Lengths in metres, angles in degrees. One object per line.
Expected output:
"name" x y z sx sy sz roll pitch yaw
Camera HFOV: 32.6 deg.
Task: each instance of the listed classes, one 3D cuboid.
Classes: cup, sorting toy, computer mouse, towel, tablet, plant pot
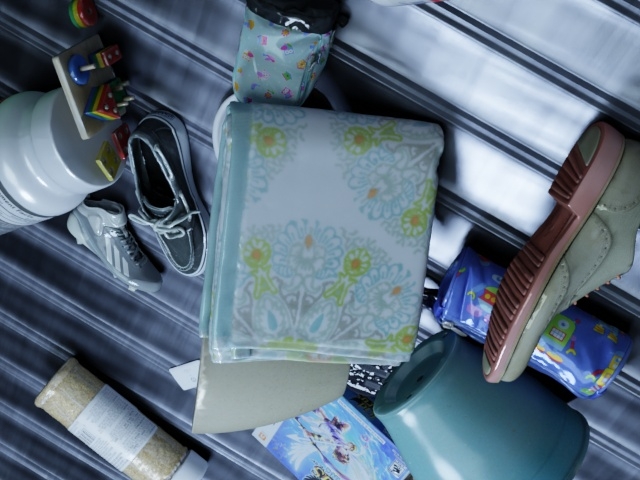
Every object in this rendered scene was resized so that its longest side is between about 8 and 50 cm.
"cup" -0.073 0.158 1.774 0.236 0.331 0.331 7 128 -5
"sorting toy" -0.339 -0.234 1.697 0.046 0.132 0.275 -8 112 22
"computer mouse" 0.139 0.161 1.818 0.184 0.060 0.262 15 125 6
"towel" 0.000 0.000 1.581 0.320 0.090 0.375 4 99 -18
"tablet" -0.246 0.258 2.095 0.083 0.006 0.054 -20 112 35
"plant pot" 0.232 0.285 1.712 0.255 0.272 0.271 45 129 -9

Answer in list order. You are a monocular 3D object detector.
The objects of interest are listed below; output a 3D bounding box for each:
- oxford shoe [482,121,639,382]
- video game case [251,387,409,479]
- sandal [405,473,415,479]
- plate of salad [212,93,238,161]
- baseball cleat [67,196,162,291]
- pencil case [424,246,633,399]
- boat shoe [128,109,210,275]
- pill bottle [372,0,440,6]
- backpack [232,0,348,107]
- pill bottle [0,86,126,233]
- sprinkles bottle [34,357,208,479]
"oxford shoe" 0.352 0.042 1.515 0.146 0.140 0.397 23 109 -9
"video game case" 0.029 0.359 1.960 0.269 0.061 0.244 42 132 13
"sandal" 0.143 0.391 1.974 0.090 0.060 0.219 -11 102 40
"plate of salad" -0.082 -0.143 1.712 0.199 0.048 0.200 16 123 27
"baseball cleat" -0.351 0.005 1.928 0.206 0.072 0.109 37 124 -7
"pencil case" 0.312 0.130 1.656 0.306 0.133 0.119 28 159 5
"boat shoe" -0.253 -0.057 1.814 0.113 0.105 0.306 10 126 19
"pill bottle" 0.240 -0.403 1.259 0.407 0.229 0.229 -1 122 26
"backpack" -0.059 -0.270 1.567 0.151 0.115 0.182 24 127 10
"pill bottle" -0.508 -0.127 1.820 0.362 0.210 0.210 -15 115 32
"sprinkles bottle" -0.394 0.385 2.179 0.355 0.121 0.121 39 130 -4
